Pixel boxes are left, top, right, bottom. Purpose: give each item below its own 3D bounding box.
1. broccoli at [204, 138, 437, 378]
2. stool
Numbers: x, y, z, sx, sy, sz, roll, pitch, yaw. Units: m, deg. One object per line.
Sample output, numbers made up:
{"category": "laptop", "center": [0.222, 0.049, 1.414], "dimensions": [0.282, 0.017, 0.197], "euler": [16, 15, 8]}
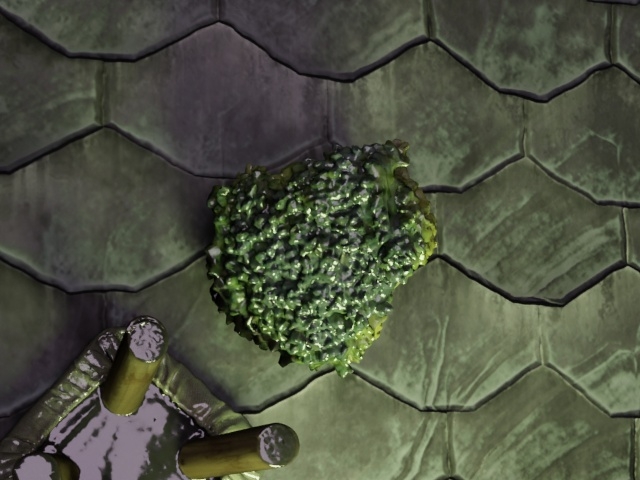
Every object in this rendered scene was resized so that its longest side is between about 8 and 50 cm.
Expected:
{"category": "broccoli", "center": [0.000, -0.011, 2.039], "dimensions": [0.293, 0.281, 0.348], "euler": [35, 106, 6]}
{"category": "stool", "center": [-0.223, 0.290, 1.907], "dimensions": [0.310, 0.226, 0.310], "euler": [42, 71, -10]}
